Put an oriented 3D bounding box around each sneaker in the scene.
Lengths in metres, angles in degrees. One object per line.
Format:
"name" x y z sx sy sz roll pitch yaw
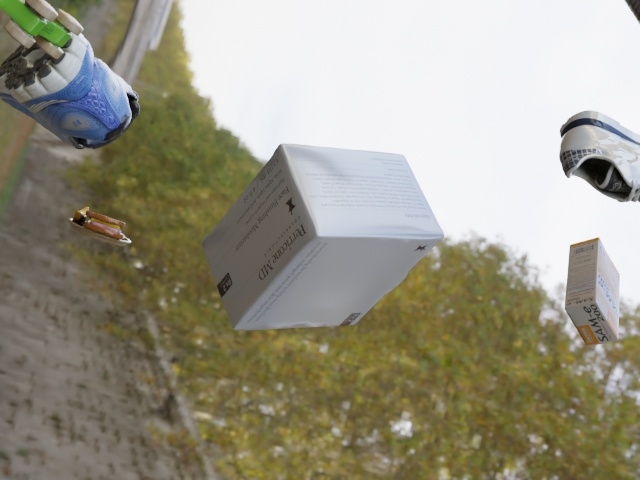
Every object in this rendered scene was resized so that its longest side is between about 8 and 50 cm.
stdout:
"sneaker" 0.417 -0.083 1.402 0.090 0.235 0.095 114 -9 -46
"sneaker" -0.306 -0.171 1.282 0.130 0.147 0.330 -45 -154 -5

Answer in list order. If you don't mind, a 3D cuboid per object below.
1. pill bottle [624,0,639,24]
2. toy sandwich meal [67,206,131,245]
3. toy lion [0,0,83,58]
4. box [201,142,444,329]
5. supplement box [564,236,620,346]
"pill bottle" 0.228 -0.160 0.662 0.137 0.078 0.078 61 -31 11
"toy sandwich meal" -0.254 -0.019 1.246 0.085 0.085 0.029 -149 -100 -74
"toy lion" -0.226 -0.178 0.769 0.034 0.096 0.100 -48 178 4
"box" 0.000 0.000 1.165 0.181 0.181 0.119 -48 -125 38
"supplement box" 0.287 0.053 1.129 0.036 0.062 0.098 -17 -143 30
